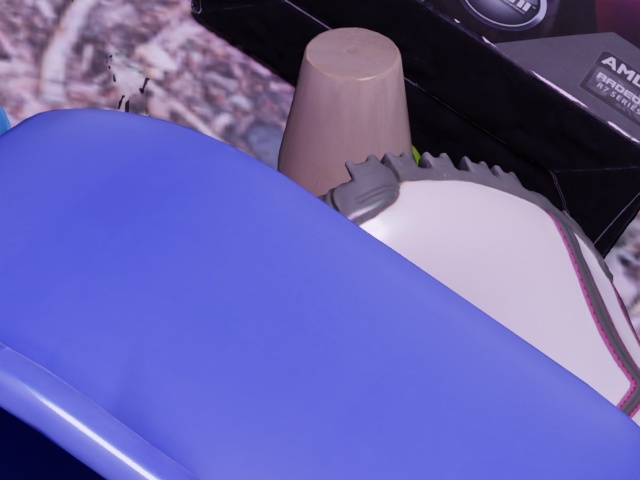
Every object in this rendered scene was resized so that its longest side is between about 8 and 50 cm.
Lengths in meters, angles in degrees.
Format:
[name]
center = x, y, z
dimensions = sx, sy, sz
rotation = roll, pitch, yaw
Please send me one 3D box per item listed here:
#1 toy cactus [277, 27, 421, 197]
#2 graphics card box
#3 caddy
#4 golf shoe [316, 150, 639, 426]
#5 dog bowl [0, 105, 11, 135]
[toy cactus]
center = 0.000, 0.000, 0.701
dimensions = 0.112, 0.180, 0.219
rotation = 19, 41, 18
[graphics card box]
center = 0.126, -0.176, 0.938
dimensions = 0.232, 0.094, 0.371
rotation = 35, 50, 5
[caddy]
center = -0.044, 0.125, 0.537
dimensions = 0.341, 0.241, 0.179
rotation = 34, 45, 6
[golf shoe]
center = 0.087, 0.076, 0.618
dimensions = 0.273, 0.105, 0.120
rotation = 45, 8, -34
[dog bowl]
center = -0.230, -0.014, 0.603
dimensions = 0.166, 0.074, 0.297
rotation = 27, 22, 18
